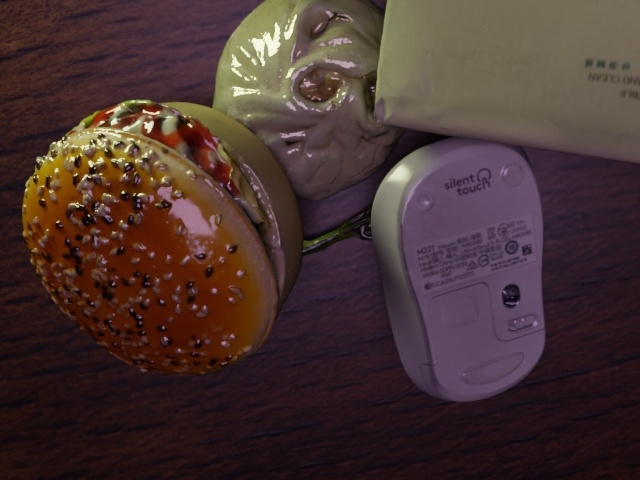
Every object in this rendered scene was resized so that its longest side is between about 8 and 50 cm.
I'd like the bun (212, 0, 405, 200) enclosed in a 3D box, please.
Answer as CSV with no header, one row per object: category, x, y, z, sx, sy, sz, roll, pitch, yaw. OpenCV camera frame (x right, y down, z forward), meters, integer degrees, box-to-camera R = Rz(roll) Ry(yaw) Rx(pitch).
bun,-0.005,-0.153,0.739,0.230,0.133,0.231,0,102,1

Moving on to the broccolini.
broccolini,0.004,0.004,0.831,0.254,0.071,0.057,-25,142,14

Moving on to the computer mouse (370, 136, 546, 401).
computer mouse,0.151,0.028,0.770,0.184,0.121,0.297,-19,109,-7

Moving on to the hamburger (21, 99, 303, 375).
hamburger,-0.164,0.002,0.718,0.300,0.176,0.300,13,124,21

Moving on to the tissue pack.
tissue pack,0.259,-0.223,0.603,0.380,0.207,0.297,12,110,28
